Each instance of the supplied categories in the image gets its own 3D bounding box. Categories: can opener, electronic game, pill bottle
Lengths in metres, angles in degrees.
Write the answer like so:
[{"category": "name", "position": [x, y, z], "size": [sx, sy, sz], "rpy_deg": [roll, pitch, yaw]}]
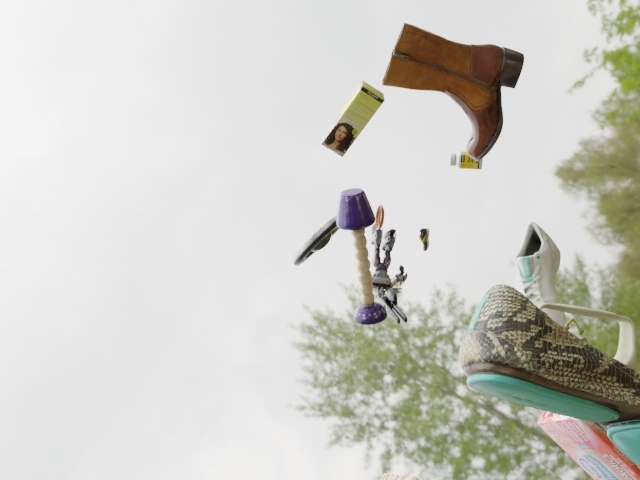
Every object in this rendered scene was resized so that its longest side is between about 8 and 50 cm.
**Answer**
[{"category": "can opener", "position": [0.247, 0.233, 2.409], "size": [0.059, 0.186, 0.073], "rpy_deg": [-14, -63, -3]}, {"category": "electronic game", "position": [0.000, 0.000, 2.253], "size": [0.229, 0.048, 0.229], "rpy_deg": [-44, -4, -4]}, {"category": "pill bottle", "position": [0.542, -0.298, 2.627], "size": [0.065, 0.116, 0.065], "rpy_deg": [4, -90, -75]}]

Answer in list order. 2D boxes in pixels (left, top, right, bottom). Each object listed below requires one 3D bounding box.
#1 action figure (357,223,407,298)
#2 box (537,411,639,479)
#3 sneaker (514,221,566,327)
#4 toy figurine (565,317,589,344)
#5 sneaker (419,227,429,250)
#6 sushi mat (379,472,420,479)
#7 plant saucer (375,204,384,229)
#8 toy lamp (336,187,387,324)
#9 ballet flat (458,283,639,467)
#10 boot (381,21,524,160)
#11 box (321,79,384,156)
[{"category": "action figure", "position": [0.223, 0.086, 2.587], "size": [0.185, 0.099, 0.285], "rpy_deg": [13, -117, -19]}, {"category": "box", "position": [0.646, 0.437, 1.541], "size": [0.154, 0.300, 0.142], "rpy_deg": [-49, 5, -30]}, {"category": "sneaker", "position": [0.324, 0.067, 1.082], "size": [0.094, 0.080, 0.212], "rpy_deg": [53, -143, -41]}, {"category": "toy figurine", "position": [0.787, 0.428, 2.122], "size": [0.191, 0.363, 0.217], "rpy_deg": [-28, -4, 10]}, {"category": "sneaker", "position": [0.363, -0.004, 2.498], "size": [0.035, 0.031, 0.083], "rpy_deg": [2, -91, -13]}, {"category": "sushi mat", "position": [0.102, 0.663, 1.642], "size": [0.019, 0.151, 0.316], "rpy_deg": [51, -121, -6]}, {"category": "plant saucer", "position": [0.196, -0.075, 2.325], "size": [0.013, 0.083, 0.083], "rpy_deg": [5, -64, -8]}, {"category": "toy lamp", "position": [0.081, 0.032, 1.402], "size": [0.080, 0.080, 0.275], "rpy_deg": [-26, -65, -39]}, {"category": "ballet flat", "position": [0.409, 0.195, 0.952], "size": [0.164, 0.482, 0.182], "rpy_deg": [-38, 27, 63]}, {"category": "boot", "position": [0.274, -0.321, 1.562], "size": [0.096, 0.280, 0.264], "rpy_deg": [-86, 8, -53]}, {"category": "box", "position": [0.099, -0.375, 2.196], "size": [0.087, 0.058, 0.232], "rpy_deg": [28, -61, -15]}]
